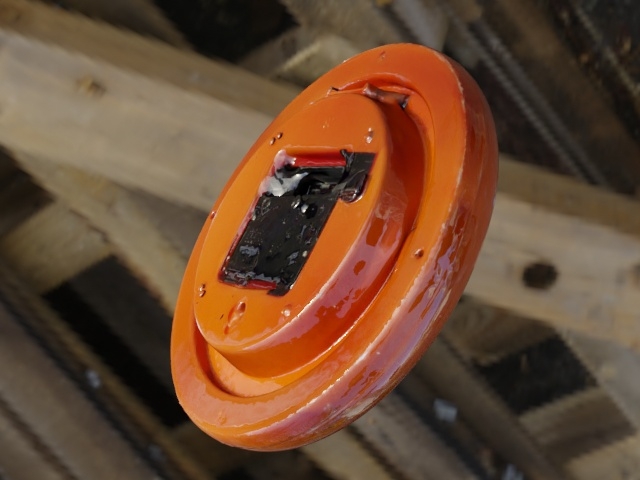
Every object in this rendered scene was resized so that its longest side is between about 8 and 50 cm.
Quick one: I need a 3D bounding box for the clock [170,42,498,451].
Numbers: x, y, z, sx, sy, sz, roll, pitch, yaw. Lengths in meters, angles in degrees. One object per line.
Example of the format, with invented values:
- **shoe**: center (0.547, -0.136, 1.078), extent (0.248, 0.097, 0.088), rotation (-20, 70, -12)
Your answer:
- **clock**: center (0.000, 0.000, 0.820), extent (0.051, 0.205, 0.205), rotation (31, 129, -28)
